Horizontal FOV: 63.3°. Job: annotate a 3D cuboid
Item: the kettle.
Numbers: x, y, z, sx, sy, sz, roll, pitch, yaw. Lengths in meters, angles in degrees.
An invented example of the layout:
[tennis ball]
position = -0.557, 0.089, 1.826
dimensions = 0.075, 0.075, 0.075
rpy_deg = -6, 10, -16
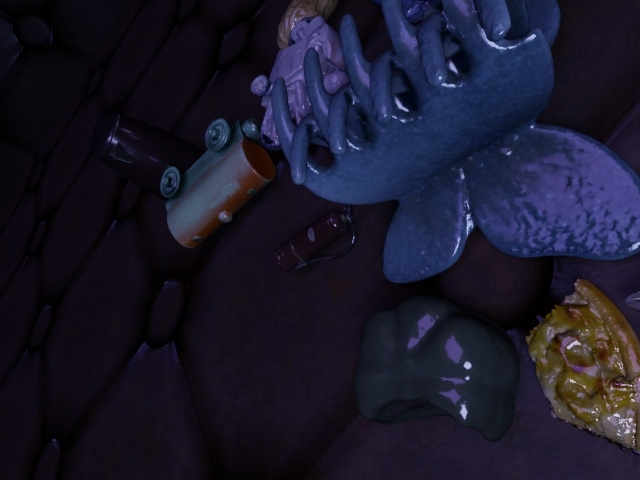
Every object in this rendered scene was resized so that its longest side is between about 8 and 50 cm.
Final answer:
[kettle]
position = -0.378, -0.200, 1.145
dimensions = 0.144, 0.232, 0.202
rpy_deg = -42, 44, 21

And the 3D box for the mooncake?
[mooncake]
position = 0.114, 0.141, 0.546
dimensions = 0.175, 0.104, 0.169
rpy_deg = -43, 49, 25

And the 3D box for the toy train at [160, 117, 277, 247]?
[toy train]
position = -0.204, -0.109, 1.019
dimensions = 0.285, 0.116, 0.177
rpy_deg = -36, 58, 26

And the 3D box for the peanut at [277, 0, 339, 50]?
[peanut]
position = -0.023, -0.449, 1.022
dimensions = 0.083, 0.093, 0.194
rpy_deg = 28, 93, 11

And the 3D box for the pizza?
[pizza]
position = 0.243, 0.115, 0.474
dimensions = 0.099, 0.035, 0.160
rpy_deg = -28, 50, 33

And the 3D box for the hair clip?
[hair clip]
position = 0.122, -0.144, 0.595
dimensions = 0.318, 0.238, 0.393
rpy_deg = -28, 51, 36

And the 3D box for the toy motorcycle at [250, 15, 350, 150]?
[toy motorcycle]
position = -0.021, -0.280, 0.923
dimensions = 0.170, 0.110, 0.261
rpy_deg = 12, 83, 36

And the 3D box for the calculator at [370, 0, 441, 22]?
[calculator]
position = 0.149, -0.443, 0.879
dimensions = 0.121, 0.039, 0.210
rpy_deg = -48, 41, 12

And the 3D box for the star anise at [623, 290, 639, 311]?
[star anise]
position = 0.341, 0.053, 0.378
dimensions = 0.197, 0.073, 0.212
rpy_deg = -52, 38, 6

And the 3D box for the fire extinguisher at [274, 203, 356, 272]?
[fire extinguisher]
position = 0.000, 0.000, 0.790
dimensions = 0.157, 0.045, 0.078
rpy_deg = -35, 75, 27
